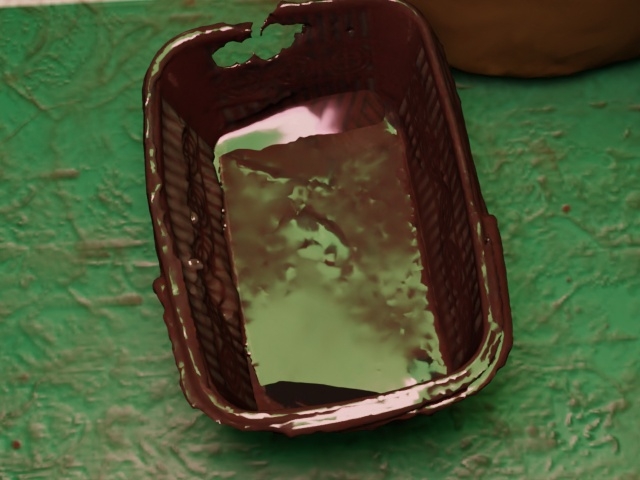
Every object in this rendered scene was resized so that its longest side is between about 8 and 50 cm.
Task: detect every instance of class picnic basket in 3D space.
[{"bbox_3d":[0.000,0.000,1.235,0.222,0.129,0.297,-11,68,-1],"label":"picnic basket"}]

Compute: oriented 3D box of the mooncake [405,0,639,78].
[{"bbox_3d":[0.168,-0.335,1.308,0.393,0.246,0.394,-11,69,-7],"label":"mooncake"}]
